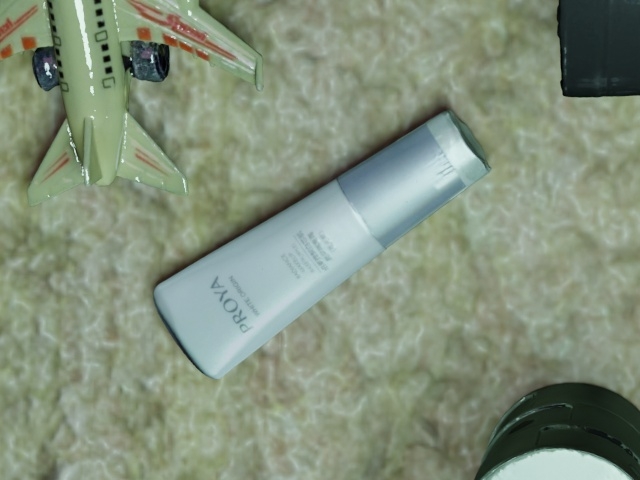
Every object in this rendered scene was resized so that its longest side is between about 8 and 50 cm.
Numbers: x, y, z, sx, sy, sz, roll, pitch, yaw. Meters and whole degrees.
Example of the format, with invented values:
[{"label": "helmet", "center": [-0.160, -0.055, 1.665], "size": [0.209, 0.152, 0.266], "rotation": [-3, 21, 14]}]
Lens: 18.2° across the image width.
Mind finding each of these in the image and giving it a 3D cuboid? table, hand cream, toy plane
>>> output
[{"label": "table", "center": [0.160, 0.172, 1.294], "size": [0.126, 0.220, 0.126], "rotation": [1, 97, 9]}, {"label": "hand cream", "center": [0.000, 0.000, 1.387], "size": [0.255, 0.048, 0.079], "rotation": [-35, 91, 10]}, {"label": "toy plane", "center": [-0.160, -0.152, 1.369], "size": [0.242, 0.104, 0.256], "rotation": [-3, 95, 11]}]

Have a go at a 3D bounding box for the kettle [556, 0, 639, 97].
[{"label": "kettle", "center": [0.287, -0.187, 1.219], "size": [0.290, 0.268, 0.207], "rotation": [1, 100, 7]}]
